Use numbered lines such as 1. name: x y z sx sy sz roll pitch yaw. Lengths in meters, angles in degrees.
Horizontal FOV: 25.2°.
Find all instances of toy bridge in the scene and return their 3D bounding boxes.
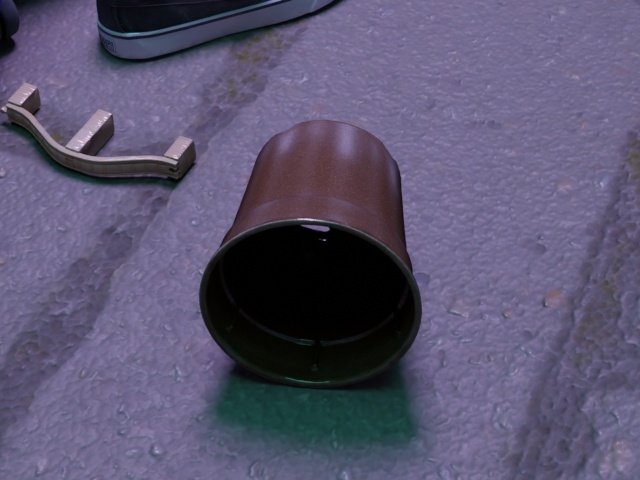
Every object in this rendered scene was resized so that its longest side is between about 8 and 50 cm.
1. toy bridge: -0.210 -0.091 1.294 0.188 0.026 0.063 19 50 17

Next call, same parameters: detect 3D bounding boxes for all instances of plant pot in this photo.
1. plant pot: 0.000 0.000 1.128 0.167 0.167 0.165 5 39 3

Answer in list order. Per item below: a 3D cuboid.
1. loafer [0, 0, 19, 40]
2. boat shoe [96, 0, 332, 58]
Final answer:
1. loafer: -0.419 -0.260 1.411 0.268 0.096 0.084 30 58 23
2. boat shoe: -0.085 -0.277 1.423 0.301 0.102 0.108 -21 50 -20
